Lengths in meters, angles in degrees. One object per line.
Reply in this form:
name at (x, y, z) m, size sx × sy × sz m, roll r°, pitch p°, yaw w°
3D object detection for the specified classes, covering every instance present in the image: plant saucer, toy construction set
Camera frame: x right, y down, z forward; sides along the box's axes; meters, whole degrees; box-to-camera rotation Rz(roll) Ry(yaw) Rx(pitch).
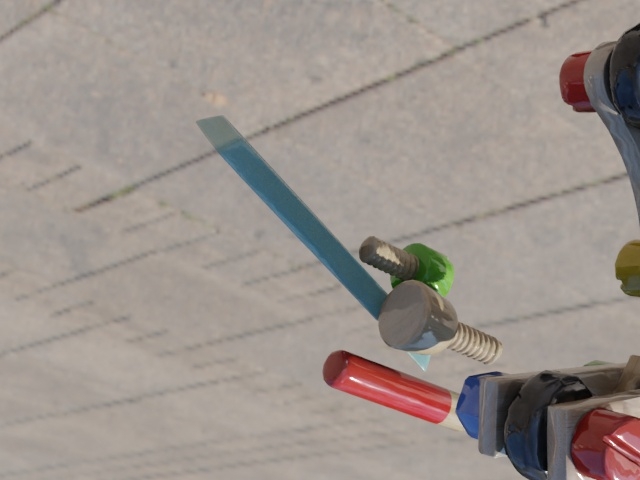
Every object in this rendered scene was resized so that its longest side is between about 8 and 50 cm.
plant saucer at (0.000, 0.000, 0.782) m, size 0.192 × 0.018 × 0.067 m, roll 46°, pitch -178°, yaw -25°
toy construction set at (0.190, 0.050, 0.760) m, size 0.237 × 0.257 × 0.309 m, roll 25°, pitch 144°, yaw -36°
